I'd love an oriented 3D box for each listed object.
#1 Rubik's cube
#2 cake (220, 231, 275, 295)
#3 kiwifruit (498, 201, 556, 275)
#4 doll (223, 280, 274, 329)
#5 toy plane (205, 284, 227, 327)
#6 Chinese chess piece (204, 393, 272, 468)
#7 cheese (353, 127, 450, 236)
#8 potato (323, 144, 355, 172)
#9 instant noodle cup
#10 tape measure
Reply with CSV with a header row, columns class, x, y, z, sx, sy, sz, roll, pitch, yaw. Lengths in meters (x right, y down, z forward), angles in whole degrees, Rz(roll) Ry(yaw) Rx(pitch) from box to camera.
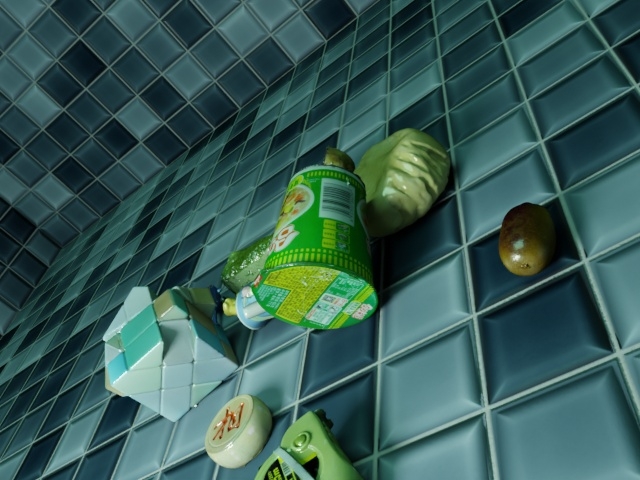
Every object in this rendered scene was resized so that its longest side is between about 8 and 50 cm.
class,x,y,z,sx,sy,sz,roll,pitch,yaw
Rubik's cube,-0.310,0.216,1.334,0.265,0.224,0.213,-40,39,2
cake,-0.094,0.029,1.428,0.235,0.100,0.099,-34,26,22
kiwifruit,0.285,-0.002,0.918,0.075,0.075,0.124,-27,26,34
doll,-0.082,0.107,1.293,0.241,0.135,0.099,-28,57,35
toy plane,-0.247,0.152,1.525,0.054,0.062,0.167,-38,34,12
Chinese chess piece,-0.135,0.312,1.093,0.122,0.051,0.122,-35,26,20
cheese,0.138,-0.103,1.277,0.226,0.117,0.214,-25,33,47
potato,0.031,-0.117,1.438,0.200,0.080,0.164,112,171,-70
instant noodle cup,0.000,0.000,1.133,0.207,0.207,0.233,-25,45,37
tape measure,-0.017,0.318,0.849,0.154,0.088,0.177,-35,24,-9
